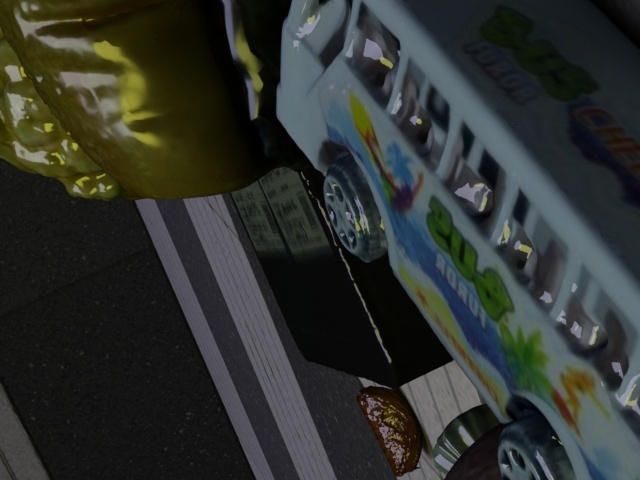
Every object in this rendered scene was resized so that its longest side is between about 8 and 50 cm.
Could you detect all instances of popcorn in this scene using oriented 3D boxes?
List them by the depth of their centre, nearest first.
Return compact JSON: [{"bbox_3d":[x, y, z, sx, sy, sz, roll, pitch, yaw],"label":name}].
[{"bbox_3d":[-0.178,-0.132,1.240,0.212,0.259,0.259,46,171,-5],"label":"popcorn"}]

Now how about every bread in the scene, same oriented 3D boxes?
[{"bbox_3d":[-0.099,-0.198,0.808,0.376,0.208,0.251,65,175,-27],"label":"bread"}]

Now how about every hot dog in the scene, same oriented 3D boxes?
[{"bbox_3d":[0.062,0.161,1.291,0.083,0.035,0.058,63,169,12],"label":"hot dog"}]

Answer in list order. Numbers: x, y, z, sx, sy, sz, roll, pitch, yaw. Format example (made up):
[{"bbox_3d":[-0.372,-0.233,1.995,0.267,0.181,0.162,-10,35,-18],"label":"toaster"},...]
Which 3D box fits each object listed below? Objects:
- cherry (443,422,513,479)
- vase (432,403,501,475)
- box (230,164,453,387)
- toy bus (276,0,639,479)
[{"bbox_3d":[0.118,0.157,0.704,0.176,0.140,0.176,56,-177,-4],"label":"cherry"},{"bbox_3d":[0.123,0.167,0.901,0.081,0.081,0.149,76,169,-49],"label":"vase"},{"bbox_3d":[0.000,0.000,1.165,0.350,0.058,0.211,-179,65,-79],"label":"box"},{"bbox_3d":[0.088,-0.007,0.570,0.136,0.109,0.330,89,155,-45],"label":"toy bus"}]
